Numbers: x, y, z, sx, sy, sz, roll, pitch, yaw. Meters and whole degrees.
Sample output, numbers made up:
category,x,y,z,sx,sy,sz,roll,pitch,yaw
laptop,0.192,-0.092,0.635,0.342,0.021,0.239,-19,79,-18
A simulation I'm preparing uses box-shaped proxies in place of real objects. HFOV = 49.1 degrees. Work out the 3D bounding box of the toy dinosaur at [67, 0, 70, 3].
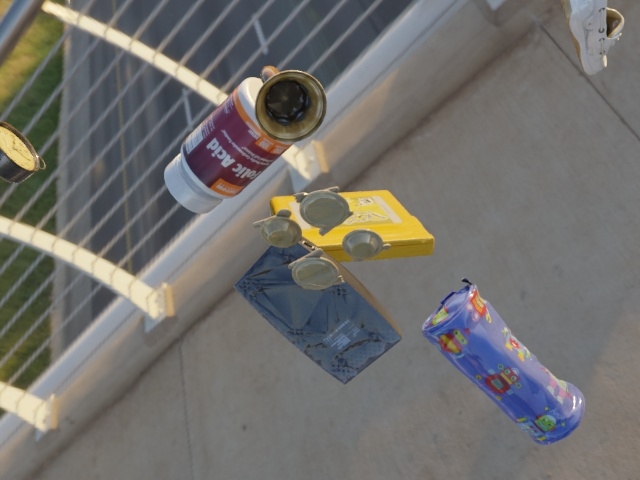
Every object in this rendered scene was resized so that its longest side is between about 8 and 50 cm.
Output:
category,x,y,z,sx,sy,sz,roll,pitch,yaw
toy dinosaur,-0.513,-0.484,1.232,0.092,0.183,0.053,-68,15,-9

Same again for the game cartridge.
category,x,y,z,sx,sy,sz,roll,pitch,yaw
game cartridge,0.051,-0.034,1.453,0.323,0.286,0.052,-120,27,-69

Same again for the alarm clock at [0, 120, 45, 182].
category,x,y,z,sx,sy,sz,roll,pitch,yaw
alarm clock,-0.647,-0.179,1.475,0.064,0.192,0.129,-35,75,13

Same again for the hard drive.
category,x,y,z,sx,sy,sz,roll,pitch,yaw
hard drive,-0.002,0.107,1.157,0.172,0.255,0.054,-46,4,34

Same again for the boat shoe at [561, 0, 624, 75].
category,x,y,z,sx,sy,sz,roll,pitch,yaw
boat shoe,0.549,-0.411,1.382,0.096,0.277,0.098,-14,72,26

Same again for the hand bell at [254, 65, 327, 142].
category,x,y,z,sx,sy,sz,roll,pitch,yaw
hand bell,-0.080,-0.279,1.285,0.126,0.126,0.242,-50,29,13

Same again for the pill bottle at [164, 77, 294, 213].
category,x,y,z,sx,sy,sz,roll,pitch,yaw
pill bottle,-0.260,-0.262,2.021,0.392,0.224,0.224,-39,44,28

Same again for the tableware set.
category,x,y,z,sx,sy,sz,roll,pitch,yaw
tableware set,0.000,0.000,0.924,0.141,0.168,0.020,-24,37,24

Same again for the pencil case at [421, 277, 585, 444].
category,x,y,z,sx,sy,sz,roll,pitch,yaw
pencil case,0.308,0.206,1.192,0.119,0.306,0.133,-43,7,26
